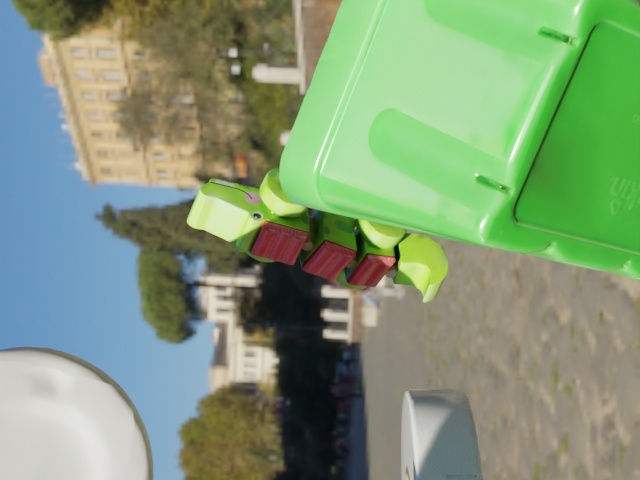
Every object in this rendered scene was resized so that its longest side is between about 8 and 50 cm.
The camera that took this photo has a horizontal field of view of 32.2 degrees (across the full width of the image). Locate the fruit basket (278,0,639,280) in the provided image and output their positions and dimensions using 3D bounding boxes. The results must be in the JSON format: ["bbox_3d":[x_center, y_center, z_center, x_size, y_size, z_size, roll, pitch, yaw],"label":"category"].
[{"bbox_3d":[0.142,-0.137,0.849,0.392,0.392,0.283,-83,14,-77],"label":"fruit basket"}]

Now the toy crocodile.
[{"bbox_3d":[0.000,0.000,1.399,0.105,0.340,0.115,-93,28,-44],"label":"toy crocodile"}]

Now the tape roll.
[{"bbox_3d":[0.136,0.362,1.258,0.392,0.072,0.392,-2,-90,-88],"label":"tape roll"}]

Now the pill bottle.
[{"bbox_3d":[-0.336,0.241,1.095,0.392,0.224,0.224,-26,57,56],"label":"pill bottle"}]
